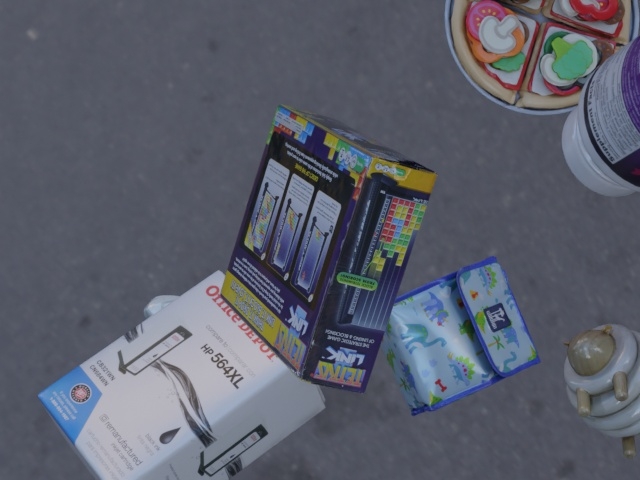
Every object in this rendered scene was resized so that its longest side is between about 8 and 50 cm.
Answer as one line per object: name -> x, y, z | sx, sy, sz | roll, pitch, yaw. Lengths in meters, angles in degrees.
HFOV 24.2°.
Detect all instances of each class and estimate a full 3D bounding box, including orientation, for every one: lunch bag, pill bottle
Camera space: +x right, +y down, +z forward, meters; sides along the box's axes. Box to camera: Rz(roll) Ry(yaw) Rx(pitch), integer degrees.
lunch bag -> 0.147, 0.100, 1.588 | 0.151, 0.096, 0.129 | -21, 85, -16
pill bottle -> 0.247, -0.095, 1.044 | 0.108, 0.108, 0.193 | -64, 9, -21

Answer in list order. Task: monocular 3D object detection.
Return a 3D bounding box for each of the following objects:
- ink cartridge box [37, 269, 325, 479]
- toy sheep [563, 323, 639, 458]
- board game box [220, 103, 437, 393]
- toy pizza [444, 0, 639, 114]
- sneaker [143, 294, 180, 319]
ink cartridge box -> -0.121, 0.141, 1.319 | 0.203, 0.086, 0.148 | -36, 49, -14
toy sheep -> 0.234, 0.114, 1.146 | 0.091, 0.132, 0.091 | -31, 33, 22
board game box -> 0.000, 0.000, 0.940 | 0.170, 0.048, 0.141 | 39, 114, 64
toy pizza -> 0.228, -0.229, 1.523 | 0.201, 0.201, 0.032 | -42, 1, -2
sneaker -> -0.183, 0.203, 1.721 | 0.110, 0.118, 0.292 | 154, 131, -71
